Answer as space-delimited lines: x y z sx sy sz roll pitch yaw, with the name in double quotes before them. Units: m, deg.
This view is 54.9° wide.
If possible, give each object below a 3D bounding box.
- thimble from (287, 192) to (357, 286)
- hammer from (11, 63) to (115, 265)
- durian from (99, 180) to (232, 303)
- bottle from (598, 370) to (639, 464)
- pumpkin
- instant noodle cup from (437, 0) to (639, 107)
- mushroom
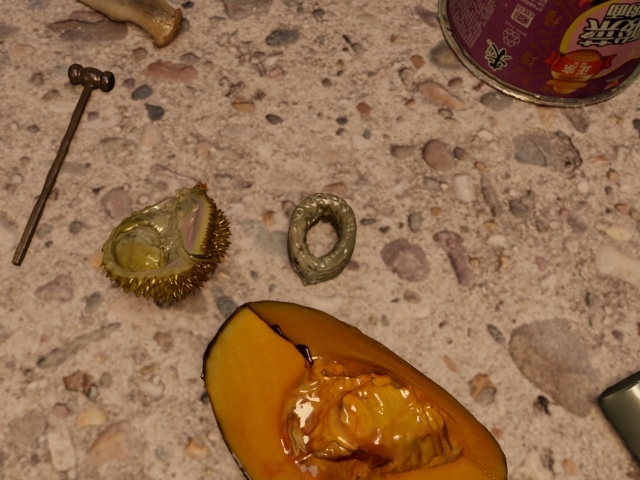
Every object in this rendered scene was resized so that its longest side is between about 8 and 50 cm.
"thimble" 0.000 0.000 0.757 0.084 0.062 0.110 18 67 6
"hammer" -0.341 -0.103 0.797 0.058 0.029 0.292 12 69 2
"durian" -0.176 -0.001 0.736 0.146 0.102 0.208 -2 41 13
"bottle" 0.419 0.277 0.663 0.082 0.082 0.286 -27 72 -14
"pumpkin" 0.028 0.200 0.662 0.312 0.148 0.169 32 106 19
"instant noodle cup" 0.358 -0.395 0.841 0.340 0.266 0.340 2 66 -4
"mushroom" -0.286 -0.341 0.889 0.202 0.054 0.059 27 62 13
